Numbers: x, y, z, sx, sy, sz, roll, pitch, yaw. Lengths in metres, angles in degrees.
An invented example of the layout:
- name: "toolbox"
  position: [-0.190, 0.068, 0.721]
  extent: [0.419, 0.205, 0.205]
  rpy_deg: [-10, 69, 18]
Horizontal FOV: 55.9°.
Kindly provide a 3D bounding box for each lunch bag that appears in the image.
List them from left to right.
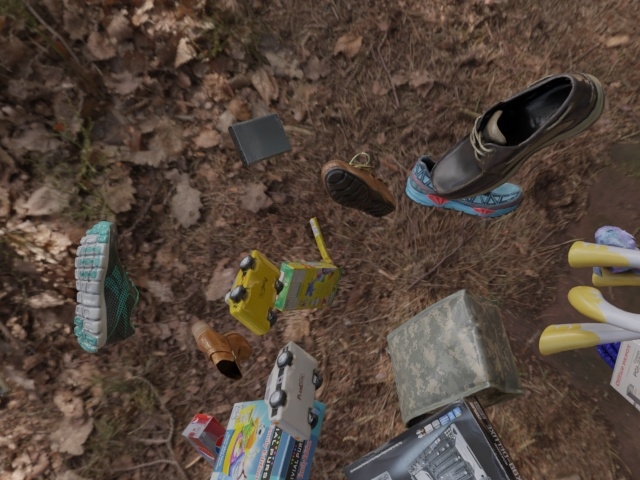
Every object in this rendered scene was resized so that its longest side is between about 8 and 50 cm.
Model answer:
- name: "lunch bag"
  position: [0.288, 0.286, 1.396]
  extent: [0.287, 0.169, 0.235]
  rpy_deg: [-34, 50, 35]

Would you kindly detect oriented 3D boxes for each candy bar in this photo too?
- name: "candy bar"
  position: [0.000, 0.000, 1.964]
  extent: [0.018, 0.040, 0.161]
  rpy_deg: [-16, 84, -29]

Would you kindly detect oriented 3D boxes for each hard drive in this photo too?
- name: "hard drive"
  position: [-0.134, -0.229, 1.358]
  extent: [0.022, 0.135, 0.094]
  rpy_deg: [-18, 97, 49]

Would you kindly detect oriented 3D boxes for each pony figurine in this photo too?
- name: "pony figurine"
  position: [0.531, 0.070, 0.811]
  extent: [0.364, 0.351, 0.302]
  rpy_deg: [8, 126, 47]

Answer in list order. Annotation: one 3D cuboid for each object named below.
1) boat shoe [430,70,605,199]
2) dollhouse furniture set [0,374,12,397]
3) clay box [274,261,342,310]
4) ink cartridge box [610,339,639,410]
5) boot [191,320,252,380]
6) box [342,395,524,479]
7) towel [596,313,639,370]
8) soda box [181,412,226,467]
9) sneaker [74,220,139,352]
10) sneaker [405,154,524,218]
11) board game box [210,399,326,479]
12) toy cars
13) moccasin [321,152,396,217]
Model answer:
- name: "boat shoe"
  position: [0.336, -0.200, 1.119]
  extent: [0.355, 0.130, 0.132]
  rpy_deg: [-37, 59, 32]
- name: "dollhouse furniture set"
  position: [-0.492, 0.155, 0.677]
  extent: [0.303, 0.355, 0.174]
  rpy_deg: [-44, 82, 6]
- name: "clay box"
  position: [-0.033, 0.127, 1.705]
  extent: [0.053, 0.222, 0.127]
  rpy_deg: [24, 103, 37]
- name: "ink cartridge box"
  position: [0.781, 0.324, 1.371]
  extent: [0.092, 0.218, 0.158]
  rpy_deg: [-4, 115, -13]
- name: "boot"
  position: [-0.212, 0.276, 1.422]
  extent: [0.073, 0.197, 0.152]
  rpy_deg: [-53, 43, 4]
- name: "box"
  position: [0.221, 0.476, 1.143]
  extent: [0.307, 0.077, 0.242]
  rpy_deg: [-38, 61, 23]
- name: "towel"
  position: [0.929, 0.318, 1.675]
  extent: [0.227, 0.308, 0.076]
  rpy_deg: [52, 138, 26]
- name: "soda box"
  position: [-0.309, 0.657, 1.884]
  extent: [0.092, 0.083, 0.263]
  rpy_deg: [-7, 127, 42]
- name: "sneaker"
  position: [-0.271, 0.058, 0.781]
  extent: [0.065, 0.076, 0.166]
  rpy_deg: [10, 97, 38]
- name: "sneaker"
  position: [0.325, -0.128, 1.343]
  extent: [0.262, 0.104, 0.125]
  rpy_deg: [7, 129, 7]
- name: "board game box"
  position: [-0.139, 0.513, 1.442]
  extent: [0.079, 0.336, 0.253]
  rpy_deg: [29, 59, -24]
- name: "toy cars"
  position: [-0.103, 0.204, 1.181]
  extent: [0.087, 0.176, 0.393]
  rpy_deg: [-34, 68, 27]
- name: "moccasin"
  position: [0.123, -0.186, 1.925]
  extent: [0.139, 0.380, 0.146]
  rpy_deg: [-28, 65, 31]
